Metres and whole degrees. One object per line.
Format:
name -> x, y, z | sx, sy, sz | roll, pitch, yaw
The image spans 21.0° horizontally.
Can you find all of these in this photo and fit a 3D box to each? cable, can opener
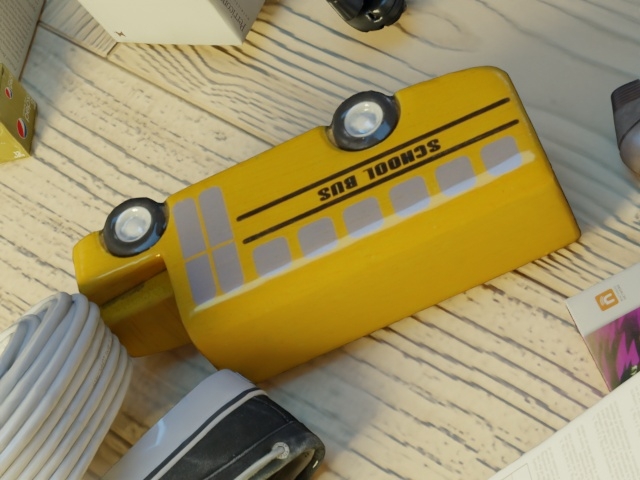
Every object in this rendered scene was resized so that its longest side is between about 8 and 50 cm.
cable -> -0.226, 0.145, 1.144 | 0.257, 0.089, 0.257 | -52, 13, -28
can opener -> 0.033, -0.234, 1.370 | 0.059, 0.073, 0.186 | -23, 43, 20

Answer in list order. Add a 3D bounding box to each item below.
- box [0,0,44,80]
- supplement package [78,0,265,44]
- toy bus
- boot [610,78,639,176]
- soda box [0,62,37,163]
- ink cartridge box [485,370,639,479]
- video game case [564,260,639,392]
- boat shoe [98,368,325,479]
box -> -0.320, -0.210, 1.496 | 0.130, 0.091, 0.170 | -2, 58, 24
supplement package -> -0.122, -0.294, 1.383 | 0.149, 0.194, 0.203 | 7, 62, 39
toy bus -> 0.000, 0.000, 1.199 | 0.333, 0.108, 0.130 | -24, 54, 8
boot -> 0.258, -0.086, 1.182 | 0.118, 0.042, 0.087 | -28, 58, 7
soda box -> -0.331, -0.091, 1.441 | 0.181, 0.061, 0.058 | -12, 54, 18
ink cartridge box -> 0.181, 0.189, 1.002 | 0.232, 0.066, 0.189 | -46, 44, 38
video game case -> 0.288, 0.082, 1.051 | 0.210, 0.042, 0.232 | -28, 52, 8
boat shoe -> -0.118, 0.223, 1.109 | 0.105, 0.113, 0.306 | 34, 63, 24
